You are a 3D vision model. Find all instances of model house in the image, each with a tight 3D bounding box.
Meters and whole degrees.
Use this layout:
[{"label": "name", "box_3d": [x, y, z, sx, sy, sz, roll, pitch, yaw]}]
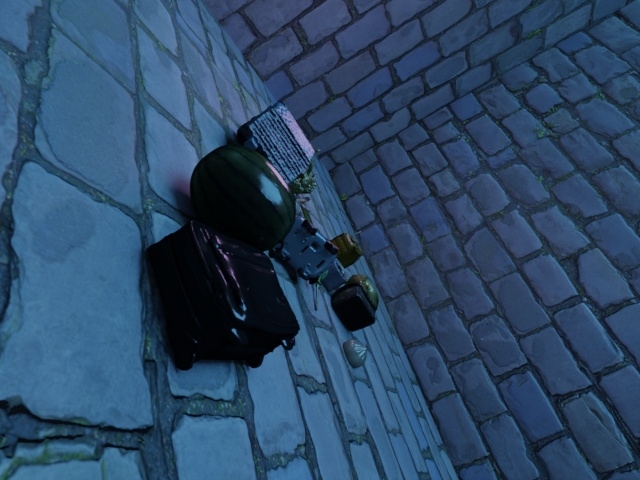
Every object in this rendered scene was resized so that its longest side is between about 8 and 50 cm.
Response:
[{"label": "model house", "box_3d": [-0.228, -0.388, 1.862, 0.360, 0.298, 0.339, 57, 21, -21]}]

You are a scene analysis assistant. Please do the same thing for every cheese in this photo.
[{"label": "cheese", "box_3d": [0.230, 0.310, 2.299, 0.259, 0.128, 0.315, 55, -22, 21]}]

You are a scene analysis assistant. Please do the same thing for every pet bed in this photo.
[{"label": "pet bed", "box_3d": [0.177, 0.342, 2.123, 0.210, 0.183, 0.159, 56, 20, -18]}]

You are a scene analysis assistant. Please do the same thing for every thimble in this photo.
[{"label": "thimble", "box_3d": [0.063, 0.178, 2.147, 0.151, 0.118, 0.127, 59, 12, -11]}]

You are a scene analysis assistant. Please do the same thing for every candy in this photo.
[{"label": "candy", "box_3d": [-0.007, 0.210, 1.907, 0.305, 0.091, 0.083, -89, 160, -52]}]

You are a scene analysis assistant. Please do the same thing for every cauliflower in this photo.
[{"label": "cauliflower", "box_3d": [-0.136, -0.403, 2.260, 0.261, 0.280, 0.327, 27, 11, 29]}]

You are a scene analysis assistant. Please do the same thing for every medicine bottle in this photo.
[{"label": "medicine bottle", "box_3d": [-0.120, -0.127, 2.129, 0.188, 0.088, 0.131, 49, 18, -49]}]

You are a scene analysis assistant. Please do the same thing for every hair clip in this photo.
[{"label": "hair clip", "box_3d": [-0.120, -0.231, 2.418, 0.146, 0.075, 0.257, 61, 18, 6]}]

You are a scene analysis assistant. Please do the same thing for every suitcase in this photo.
[{"label": "suitcase", "box_3d": [-0.225, 0.127, 0.984, 0.339, 0.188, 0.345, 62, 12, 24]}]

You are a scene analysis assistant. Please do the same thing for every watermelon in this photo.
[{"label": "watermelon", "box_3d": [-0.221, -0.110, 1.217, 0.359, 0.279, 0.279, 49, 14, -8]}]

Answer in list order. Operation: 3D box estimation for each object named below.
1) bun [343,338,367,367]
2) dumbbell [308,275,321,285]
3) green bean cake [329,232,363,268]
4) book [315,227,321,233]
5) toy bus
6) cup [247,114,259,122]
[{"label": "bun", "box_3d": [0.176, 0.525, 1.923, 0.138, 0.094, 0.138, 53, 16, -23]}, {"label": "dumbbell", "box_3d": [-0.045, 0.155, 1.848, 0.147, 0.069, 0.069, 47, 17, -20]}, {"label": "green bean cake", "box_3d": [0.117, 0.071, 2.353, 0.131, 0.230, 0.224, 61, 8, 27]}, {"label": "book", "box_3d": [0.000, 0.000, 2.528, 0.167, 0.013, 0.192, 62, 11, 0]}, {"label": "toy bus", "box_3d": [-0.070, 0.012, 1.741, 0.288, 0.194, 0.232, 42, 10, -21]}, {"label": "cup", "box_3d": [-0.319, -0.550, 2.113, 0.223, 0.169, 0.176, -3, 57, -43]}]
